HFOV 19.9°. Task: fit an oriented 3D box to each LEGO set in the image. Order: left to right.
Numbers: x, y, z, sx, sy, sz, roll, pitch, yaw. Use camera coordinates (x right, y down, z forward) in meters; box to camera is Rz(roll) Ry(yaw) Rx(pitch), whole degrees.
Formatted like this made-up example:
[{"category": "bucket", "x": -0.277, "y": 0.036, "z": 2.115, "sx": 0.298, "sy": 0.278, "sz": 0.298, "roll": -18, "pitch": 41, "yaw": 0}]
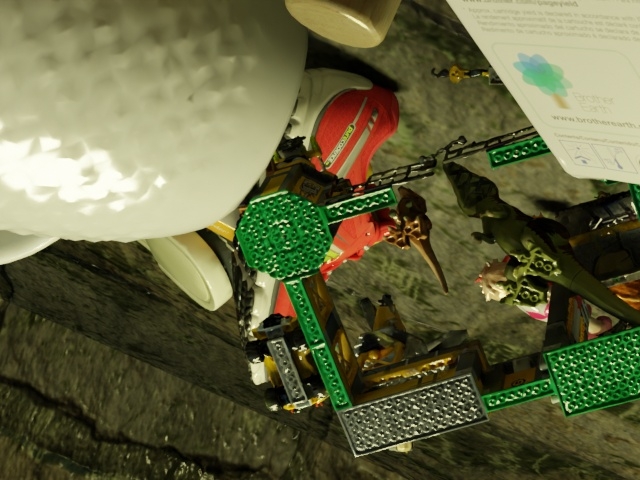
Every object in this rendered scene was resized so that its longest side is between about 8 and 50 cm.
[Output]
[{"category": "LEGO set", "x": 0.116, "y": -0.001, "z": 1.227, "sx": 0.255, "sy": 0.331, "sz": 0.192, "roll": 61, "pitch": -162, "yaw": -14}]

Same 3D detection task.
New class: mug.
[{"category": "mug", "x": -0.213, "y": -0.114, "z": 1.173, "sx": 0.328, "sy": 0.276, "sz": 0.374, "roll": 22, "pitch": 133, "yaw": -23}]

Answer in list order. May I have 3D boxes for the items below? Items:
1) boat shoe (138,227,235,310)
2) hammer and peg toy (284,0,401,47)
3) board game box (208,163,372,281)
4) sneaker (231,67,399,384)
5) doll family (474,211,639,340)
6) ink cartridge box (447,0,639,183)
[{"category": "boat shoe", "x": -0.150, "y": -0.076, "z": 1.614, "sx": 0.340, "sy": 0.113, "sz": 0.127, "roll": 41, "pitch": 159, "yaw": 40}, {"category": "hammer and peg toy", "x": -0.086, "y": -0.248, "z": 0.893, "sx": 0.361, "sy": 0.127, "sz": 0.266, "roll": 27, "pitch": 163, "yaw": -9}, {"category": "board game box", "x": -0.080, "y": -0.074, "z": 1.493, "sx": 0.259, "sy": 0.124, "sz": 0.039, "roll": 29, "pitch": 160, "yaw": -18}, {"category": "sneaker", "x": 0.000, "y": 0.000, "z": 1.419, "sx": 0.118, "sy": 0.279, "sz": 0.107, "roll": 6, "pitch": -148, "yaw": -14}, {"category": "doll family", "x": 0.238, "y": 0.044, "z": 1.484, "sx": 0.163, "sy": 0.118, "sz": 0.263, "roll": 28, "pitch": -176, "yaw": -38}, {"category": "ink cartridge box", "x": 0.105, "y": -0.129, "z": 0.670, "sx": 0.186, "sy": 0.065, "sz": 0.311, "roll": 12, "pitch": 153, "yaw": 47}]
